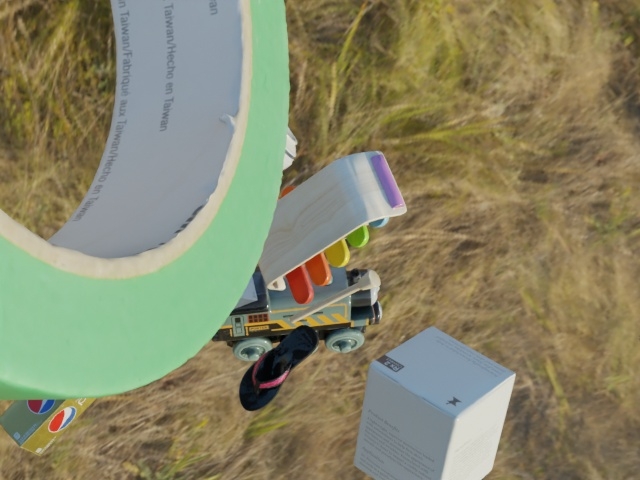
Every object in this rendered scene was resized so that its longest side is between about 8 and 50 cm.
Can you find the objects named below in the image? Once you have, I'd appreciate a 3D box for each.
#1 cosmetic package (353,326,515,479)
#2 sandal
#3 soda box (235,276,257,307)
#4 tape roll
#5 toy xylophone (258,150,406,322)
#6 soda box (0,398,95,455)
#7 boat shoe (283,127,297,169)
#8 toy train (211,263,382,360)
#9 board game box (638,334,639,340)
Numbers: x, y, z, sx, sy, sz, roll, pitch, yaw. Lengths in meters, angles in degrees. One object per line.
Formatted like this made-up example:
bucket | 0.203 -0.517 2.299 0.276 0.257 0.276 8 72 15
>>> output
cosmetic package | 0.158 0.252 1.408 0.151 0.184 0.151 29 35 32
sandal | -0.077 0.211 1.676 0.067 0.040 0.179 44 97 17
soda box | -0.182 0.058 1.476 0.216 0.074 0.069 17 56 -62
tape roll | -0.115 -0.101 0.380 0.077 0.321 0.321 -5 65 23
toy xylophone | 0.000 0.000 1.653 0.081 0.322 0.236 -2 74 -50
soda box | -0.346 0.203 1.365 0.058 0.061 0.181 39 80 24
boat shoe | -0.071 -0.165 0.912 0.075 0.083 0.226 -32 119 7
toy train | -0.048 0.126 1.865 0.333 0.190 0.142 -5 54 -3
board game box | 0.468 0.043 0.911 0.224 0.303 0.097 5 49 -14
